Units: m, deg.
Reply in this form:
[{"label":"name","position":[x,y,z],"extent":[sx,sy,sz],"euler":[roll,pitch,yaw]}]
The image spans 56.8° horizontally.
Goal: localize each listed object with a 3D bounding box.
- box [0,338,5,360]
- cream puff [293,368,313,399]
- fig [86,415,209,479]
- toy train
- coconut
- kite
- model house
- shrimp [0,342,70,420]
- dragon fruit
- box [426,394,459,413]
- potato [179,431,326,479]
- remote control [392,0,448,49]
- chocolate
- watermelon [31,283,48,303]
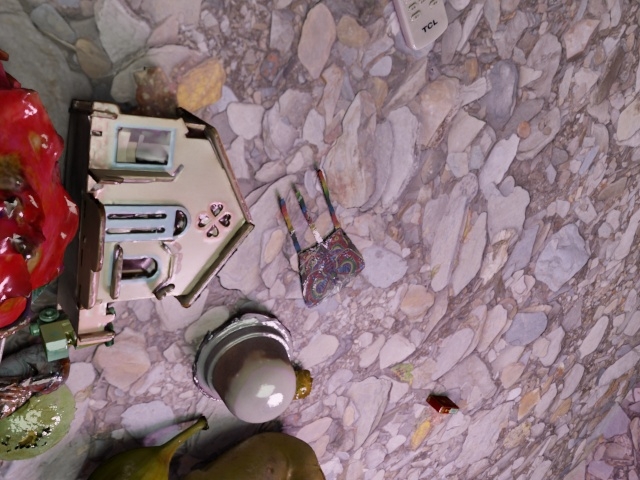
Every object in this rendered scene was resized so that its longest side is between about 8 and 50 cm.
[{"label":"box","position":[-0.550,0.140,0.677],"extent":[0.324,0.047,0.181],"euler":[10,109,-33]},{"label":"cream puff","position":[-0.052,0.302,1.215],"extent":[0.083,0.058,0.083],"euler":[24,102,-44]},{"label":"fig","position":[-0.295,0.418,1.054],"extent":[0.259,0.151,0.151],"euler":[-37,132,-20]},{"label":"toy train","position":[-0.361,0.129,0.876],"extent":[0.122,0.081,0.050],"euler":[-11,128,-31]},{"label":"coconut","position":[-0.451,0.294,0.924],"extent":[0.158,0.055,0.133],"euler":[-41,131,-7]},{"label":"kite","position":[0.000,0.000,1.109],"extent":[0.152,0.015,0.286],"euler":[-35,134,-18]},{"label":"model house","position":[-0.221,-0.026,0.828],"extent":[0.244,0.169,0.326],"euler":[-3,114,-39]},{"label":"shrimp","position":[-0.474,0.228,0.858],"extent":[0.232,0.079,0.090],"euler":[-33,168,-13]},{"label":"dragon fruit","position":[-0.416,-0.056,0.572],"extent":[0.370,0.249,0.387],"euler":[29,77,-34]},{"label":"box","position":[0.326,0.436,1.572],"extent":[0.082,0.051,0.023],"euler":[17,104,-41]},{"label":"potato","position":[-0.146,0.507,1.168],"extent":[0.350,0.202,0.218],"euler":[5,112,-37]},{"label":"remote control","position":[0.156,-0.410,0.971],"extent":[0.087,0.029,0.190],"euler":[-38,132,-12]},{"label":"chocolate","position":[-0.113,0.247,1.081],"extent":[0.221,0.147,0.222],"euler":[-15,119,-28]},{"label":"watermelon","position":[-0.442,0.081,0.816],"extent":[0.155,0.080,0.101],"euler":[-37,96,-9]}]
